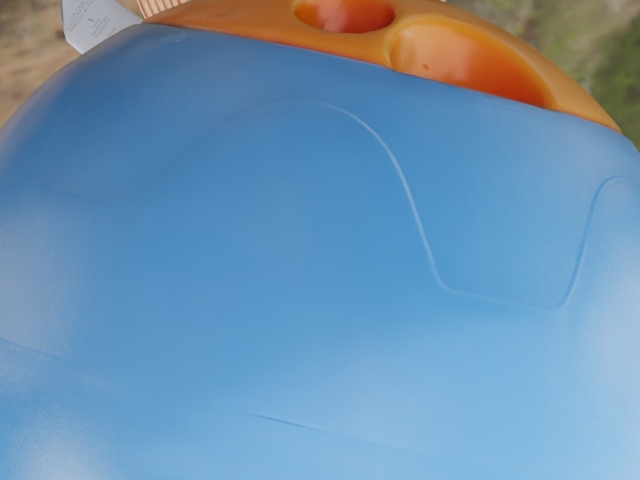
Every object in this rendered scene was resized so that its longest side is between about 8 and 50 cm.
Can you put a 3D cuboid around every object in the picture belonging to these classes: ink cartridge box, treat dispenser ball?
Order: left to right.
[{"bbox_3d":[-0.141,-0.141,1.380,0.056,0.224,0.181,-54,138,-1],"label":"ink cartridge box"},{"bbox_3d":[-0.003,0.048,0.656,0.288,0.288,0.288,-16,170,-3],"label":"treat dispenser ball"}]

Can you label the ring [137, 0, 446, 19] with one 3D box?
[{"bbox_3d":[-0.030,-0.235,1.732,0.336,0.336,0.032,-27,-154,45],"label":"ring"}]
